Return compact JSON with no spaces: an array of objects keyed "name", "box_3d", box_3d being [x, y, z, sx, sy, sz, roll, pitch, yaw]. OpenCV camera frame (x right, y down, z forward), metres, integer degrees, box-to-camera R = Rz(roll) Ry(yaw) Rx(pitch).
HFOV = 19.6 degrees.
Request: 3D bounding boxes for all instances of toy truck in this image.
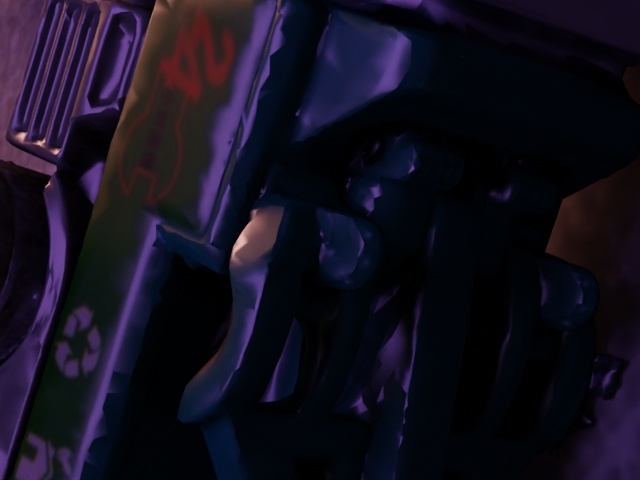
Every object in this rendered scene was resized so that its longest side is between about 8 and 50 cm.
[{"name":"toy truck","box_3d":[-0.004,-0.004,0.515,0.178,0.176,0.363,20,96,44]}]
